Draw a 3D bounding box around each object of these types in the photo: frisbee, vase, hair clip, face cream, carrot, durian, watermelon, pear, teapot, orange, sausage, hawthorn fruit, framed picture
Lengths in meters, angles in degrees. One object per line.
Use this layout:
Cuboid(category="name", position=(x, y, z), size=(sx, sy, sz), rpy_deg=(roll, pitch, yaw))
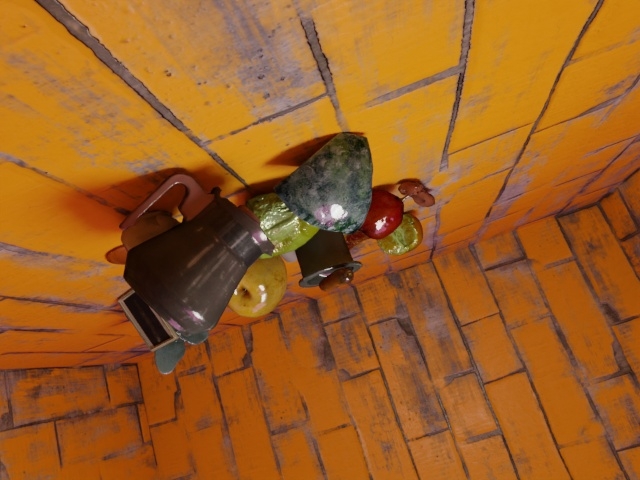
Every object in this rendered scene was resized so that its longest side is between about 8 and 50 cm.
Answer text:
Cuboid(category="frisbee", position=(-0.654, 0.055, 1.641), size=(0.192, 0.035, 0.192), rpy_deg=(-16, 164, -5))
Cuboid(category="vase", position=(0.000, 0.000, 1.708), size=(0.245, 0.291, 0.245), rpy_deg=(-15, 163, -5))
Cuboid(category="hair clip", position=(-0.697, 0.378, 2.230), size=(0.318, 0.392, 0.238), rpy_deg=(-21, 156, -42))
Cuboid(category="face cream", position=(-0.156, 0.018, 1.923), size=(0.077, 0.077, 0.250), rpy_deg=(-20, 155, 4))
Cuboid(category="carrot", position=(0.050, 0.136, 1.601), size=(0.060, 0.060, 0.186), rpy_deg=(-7, 166, -34))
Cuboid(category="durian", position=(-0.130, -0.059, 1.513), size=(0.340, 0.204, 0.256), rpy_deg=(-10, 167, -3))
Cuboid(category="watermelon", position=(0.002, -0.160, 1.376), size=(0.290, 0.213, 0.319), rpy_deg=(-10, 118, -13))
Cuboid(category="pear", position=(-0.280, 0.170, 1.963), size=(0.315, 0.314, 0.314), rpy_deg=(-17, 164, -5))
Cuboid(category="teapot", position=(-0.340, 0.025, 1.259), size=(0.361, 0.376, 0.306), rpy_deg=(-47, -156, -15))
Cuboid(category="orange", position=(0.398, -0.024, 2.258), size=(0.237, 0.179, 0.158), rpy_deg=(-31, 157, 34))
Cuboid(category="sausage", position=(0.397, -0.191, 1.899), size=(0.078, 0.078, 0.304), rpy_deg=(-26, 160, 24))
Cuboid(category="hawthorn fruit", position=(0.236, -0.115, 1.808), size=(0.251, 0.189, 0.189), rpy_deg=(-30, 162, 12))
Cuboid(category="framed picture", position=(-0.767, 0.345, 2.044), size=(0.231, 0.293, 0.018), rpy_deg=(-31, -176, 35))

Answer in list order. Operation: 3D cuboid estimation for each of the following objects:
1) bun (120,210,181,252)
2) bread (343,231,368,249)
Cuboid(category="bun", position=(-0.497, -0.025, 1.394), size=(0.193, 0.127, 0.178), rpy_deg=(-27, 164, -11))
Cuboid(category="bread", position=(0.131, -0.023, 2.108), size=(0.185, 0.109, 0.380), rpy_deg=(-6, 162, -39))
